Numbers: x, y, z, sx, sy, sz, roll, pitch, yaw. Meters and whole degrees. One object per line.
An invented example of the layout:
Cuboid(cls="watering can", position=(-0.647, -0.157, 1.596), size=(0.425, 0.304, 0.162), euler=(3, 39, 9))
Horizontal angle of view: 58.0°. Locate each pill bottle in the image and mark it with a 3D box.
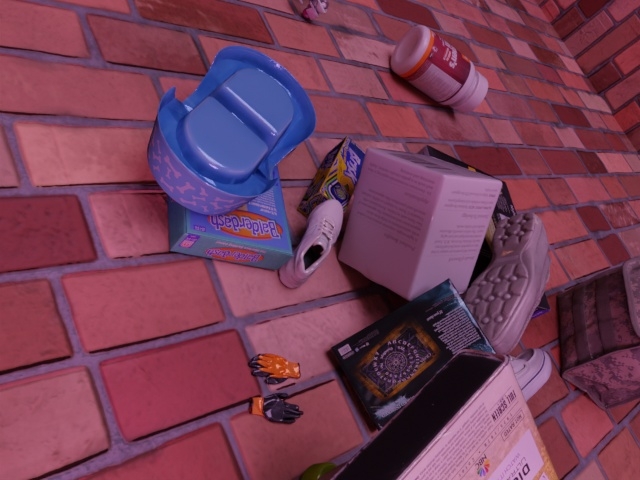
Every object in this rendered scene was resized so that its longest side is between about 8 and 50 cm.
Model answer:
Cuboid(cls="pill bottle", position=(0.282, -0.395, 1.357), size=(0.221, 0.121, 0.121), euler=(25, 46, -28))

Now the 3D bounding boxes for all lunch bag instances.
Cuboid(cls="lunch bag", position=(0.627, 0.164, 1.128), size=(0.169, 0.287, 0.235), euler=(38, 42, -16))

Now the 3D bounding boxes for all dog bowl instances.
Cuboid(cls="dog bowl", position=(-0.114, -0.144, 0.758), size=(0.166, 0.074, 0.297), euler=(41, 40, -12))

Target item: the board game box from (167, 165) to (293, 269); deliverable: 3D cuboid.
Cuboid(cls="board game box", position=(-0.127, -0.071, 0.785), size=(0.160, 0.047, 0.210), euler=(14, 51, -36))

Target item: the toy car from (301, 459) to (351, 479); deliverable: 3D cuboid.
Cuboid(cls="toy car", position=(0.045, 0.328, 0.575), size=(0.149, 0.155, 0.188), euler=(-14, 81, -47))

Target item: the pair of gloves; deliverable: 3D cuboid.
Cuboid(cls="pair of gloves", position=(-0.053, 0.177, 0.697), size=(0.074, 0.010, 0.083), euler=(20, 50, -32))

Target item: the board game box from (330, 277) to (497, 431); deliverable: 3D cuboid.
Cuboid(cls="board game box", position=(0.125, 0.151, 0.770), size=(0.126, 0.186, 0.026), euler=(60, -2, 11))

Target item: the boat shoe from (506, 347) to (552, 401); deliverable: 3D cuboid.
Cuboid(cls="boat shoe", position=(0.310, 0.222, 0.944), size=(0.226, 0.083, 0.076), euler=(-30, 84, -49))

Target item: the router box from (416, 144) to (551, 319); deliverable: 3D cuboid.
Cuboid(cls="router box", position=(0.291, -0.009, 1.103), size=(0.243, 0.081, 0.309), euler=(17, 50, -33))

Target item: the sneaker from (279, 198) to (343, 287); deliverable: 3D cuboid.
Cuboid(cls="sneaker", position=(0.000, 0.000, 0.811), size=(0.054, 0.061, 0.152), euler=(37, 60, -15))

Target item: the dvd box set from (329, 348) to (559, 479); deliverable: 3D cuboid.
Cuboid(cls="dvd box set", position=(0.132, 0.356, 0.513), size=(0.307, 0.062, 0.420), euler=(-36, 109, -28))

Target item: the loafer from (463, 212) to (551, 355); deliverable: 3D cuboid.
Cuboid(cls="loafer", position=(0.307, 0.077, 0.909), size=(0.111, 0.112, 0.319), euler=(59, 44, -20))

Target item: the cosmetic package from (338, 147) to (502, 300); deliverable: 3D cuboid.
Cuboid(cls="cosmetic package", position=(0.146, -0.028, 0.867), size=(0.151, 0.183, 0.151), euler=(-2, 23, -43))

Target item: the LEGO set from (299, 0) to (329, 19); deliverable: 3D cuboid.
Cuboid(cls="LEGO set", position=(-0.027, -0.592, 1.263), size=(0.287, 0.107, 0.132), euler=(-76, 153, -49))

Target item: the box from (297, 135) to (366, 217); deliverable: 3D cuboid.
Cuboid(cls="box", position=(0.024, -0.097, 0.937), size=(0.054, 0.059, 0.169), euler=(41, 41, -16))
